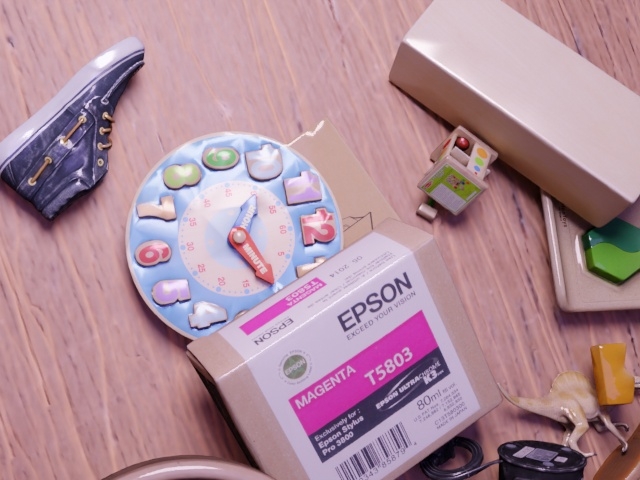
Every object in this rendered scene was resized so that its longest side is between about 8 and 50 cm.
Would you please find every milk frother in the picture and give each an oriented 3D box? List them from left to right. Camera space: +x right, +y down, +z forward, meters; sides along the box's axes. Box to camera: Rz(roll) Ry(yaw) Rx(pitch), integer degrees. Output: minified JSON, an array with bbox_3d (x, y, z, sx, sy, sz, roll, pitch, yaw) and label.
[{"bbox_3d":[0.172,0.265,0.859,0.129,0.143,0.135,-1,97,-40],"label":"milk frother"}]

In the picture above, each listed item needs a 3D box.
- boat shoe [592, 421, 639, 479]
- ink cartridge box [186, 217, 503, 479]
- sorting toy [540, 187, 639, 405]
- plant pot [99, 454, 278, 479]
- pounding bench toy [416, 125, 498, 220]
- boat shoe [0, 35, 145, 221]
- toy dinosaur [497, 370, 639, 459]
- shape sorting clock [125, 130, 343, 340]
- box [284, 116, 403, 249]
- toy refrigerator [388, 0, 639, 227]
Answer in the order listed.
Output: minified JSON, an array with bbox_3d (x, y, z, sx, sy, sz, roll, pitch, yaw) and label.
[{"bbox_3d":[0.369,0.209,0.920,0.073,0.073,0.207,45,83,-6],"label":"boat shoe"},{"bbox_3d":[0.028,0.123,0.811,0.234,0.088,0.193,-32,113,-14],"label":"ink cartridge box"},{"bbox_3d":[0.347,0.013,0.934,0.228,0.041,0.307,-1,75,-14],"label":"sorting toy"},{"bbox_3d":[-0.114,0.300,0.711,0.262,0.229,0.263,2,81,-13],"label":"plant pot"},{"bbox_3d":[0.133,-0.065,0.912,0.052,0.083,0.065,35,45,-9],"label":"pounding bench toy"},{"bbox_3d":[-0.215,-0.104,0.831,0.183,0.065,0.083,-45,96,-9],"label":"boat shoe"},{"bbox_3d":[0.259,0.180,0.915,0.183,0.053,0.093,-3,68,-21],"label":"toy dinosaur"},{"bbox_3d":[-0.079,-0.002,0.835,0.206,0.040,0.206,2,82,-12],"label":"shape sorting clock"},{"bbox_3d":[0.000,0.000,0.885,0.164,0.021,0.201,-36,91,-15],"label":"box"},{"bbox_3d":[0.210,-0.138,0.895,0.269,0.094,0.102,36,74,5],"label":"toy refrigerator"}]
